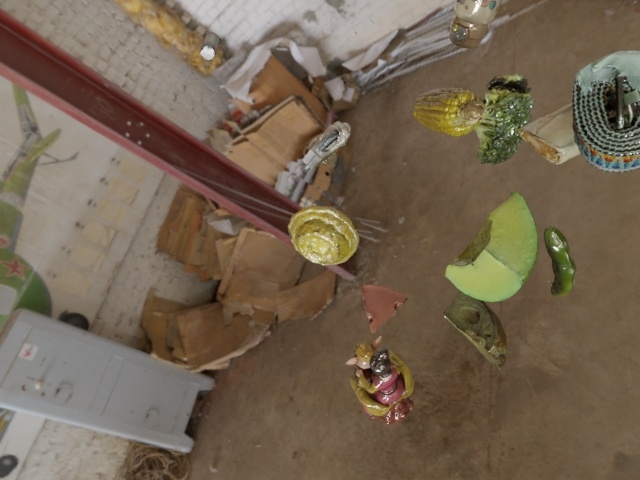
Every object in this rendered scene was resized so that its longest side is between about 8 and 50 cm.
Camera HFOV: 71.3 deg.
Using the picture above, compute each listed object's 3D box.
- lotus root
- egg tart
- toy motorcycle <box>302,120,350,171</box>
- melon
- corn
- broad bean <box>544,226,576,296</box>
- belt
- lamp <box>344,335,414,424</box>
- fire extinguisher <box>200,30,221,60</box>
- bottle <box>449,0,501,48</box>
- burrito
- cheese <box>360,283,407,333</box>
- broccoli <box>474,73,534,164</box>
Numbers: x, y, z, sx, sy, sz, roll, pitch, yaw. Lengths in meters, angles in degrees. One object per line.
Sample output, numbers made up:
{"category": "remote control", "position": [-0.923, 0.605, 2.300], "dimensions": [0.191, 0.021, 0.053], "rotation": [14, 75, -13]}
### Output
{"category": "lotus root", "position": [0.599, 0.321, 1.682], "dimensions": [0.142, 0.210, 0.314], "rotation": [-42, 45, 1]}
{"category": "egg tart", "position": [0.000, 0.000, 1.668], "dimensions": [0.290, 0.290, 0.115], "rotation": [-27, 27, 38]}
{"category": "toy motorcycle", "position": [0.030, -0.391, 1.820], "dimensions": [0.223, 0.108, 0.340], "rotation": [-46, 5, -22]}
{"category": "melon", "position": [0.566, 0.051, 1.513], "dimensions": [0.344, 0.226, 0.332], "rotation": [90, 178, -66]}
{"category": "corn", "position": [0.264, -0.276, 0.945], "dimensions": [0.097, 0.097, 0.262], "rotation": [-51, 20, 10]}
{"category": "broad bean", "position": [0.476, 0.055, 0.892], "dimensions": [0.039, 0.227, 0.069], "rotation": [-33, 46, -1]}
{"category": "belt", "position": [0.678, -0.291, 0.996], "dimensions": [0.207, 0.150, 0.258], "rotation": [1, 78, 27]}
{"category": "lamp", "position": [0.110, 0.261, 0.859], "dimensions": [0.118, 0.253, 0.118], "rotation": [-14, 44, 14]}
{"category": "fire extinguisher", "position": [-0.365, -0.657, 1.495], "dimensions": [0.050, 0.062, 0.177], "rotation": [-41, 33, 29]}
{"category": "bottle", "position": [0.343, -0.529, 0.971], "dimensions": [0.097, 0.209, 0.110], "rotation": [35, 49, 24]}
{"category": "burrito", "position": [0.691, -0.303, 1.167], "dimensions": [0.299, 0.105, 0.143], "rotation": [-25, 59, 27]}
{"category": "cheese", "position": [0.272, 0.266, 1.847], "dimensions": [0.176, 0.128, 0.203], "rotation": [-15, 75, 4]}
{"category": "broccoli", "position": [0.691, -0.460, 1.696], "dimensions": [0.334, 0.272, 0.324], "rotation": [-51, 3, -33]}
